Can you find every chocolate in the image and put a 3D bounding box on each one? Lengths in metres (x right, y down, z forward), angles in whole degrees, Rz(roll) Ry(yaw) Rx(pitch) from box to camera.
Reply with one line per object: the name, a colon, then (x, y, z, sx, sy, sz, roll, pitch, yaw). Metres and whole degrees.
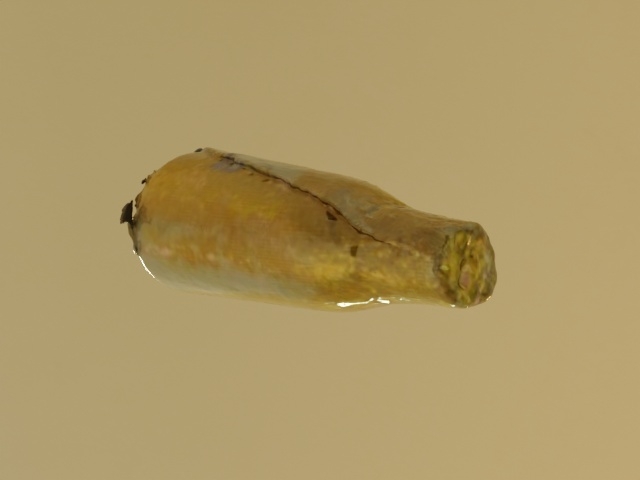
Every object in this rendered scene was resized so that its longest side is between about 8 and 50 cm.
chocolate: (0.000, 0.000, 0.903, 0.085, 0.219, 0.086, -8, -78, -43)
